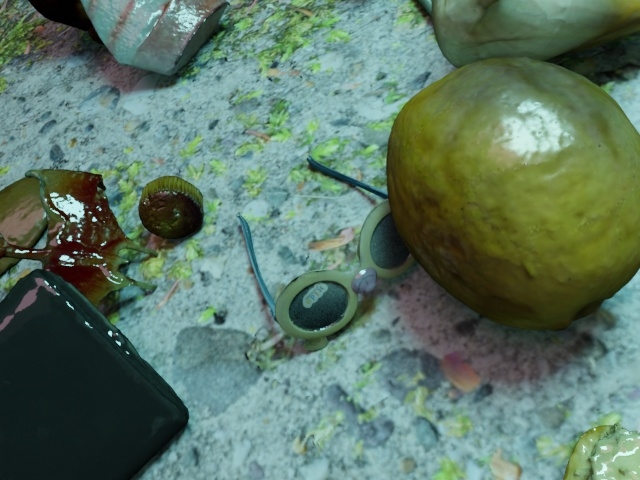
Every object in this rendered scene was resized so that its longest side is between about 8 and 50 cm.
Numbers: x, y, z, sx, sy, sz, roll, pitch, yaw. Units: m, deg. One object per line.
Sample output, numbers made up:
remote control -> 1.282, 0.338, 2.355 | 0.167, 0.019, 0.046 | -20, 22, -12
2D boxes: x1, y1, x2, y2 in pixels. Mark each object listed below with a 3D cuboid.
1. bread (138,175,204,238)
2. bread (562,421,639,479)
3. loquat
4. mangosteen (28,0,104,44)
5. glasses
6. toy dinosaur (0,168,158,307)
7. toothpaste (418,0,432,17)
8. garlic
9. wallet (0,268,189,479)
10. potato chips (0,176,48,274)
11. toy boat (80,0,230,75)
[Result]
bread -> -0.189, -0.038, 0.701 | 0.085, 0.085, 0.053 | -23, 46, 8
bread -> 0.269, 0.212, 0.331 | 0.245, 0.121, 0.174 | 6, 55, 31
loquat -> 0.160, -0.038, 0.468 | 0.193, 0.238, 0.238 | -23, 54, 3
mangosteen -> -0.412, -0.466, 0.992 | 0.228, 0.228, 0.266 | -33, 89, 1
glasses -> -0.012, -0.017, 0.609 | 0.189, 0.088, 0.220 | -41, 54, -4
toy dinosaur -> -0.310, 0.046, 0.688 | 0.206, 0.113, 0.328 | -18, 69, -34
toothpaste -> 0.167, -0.324, 0.752 | 0.062, 0.039, 0.239 | -25, 52, 9
garlic -> 0.244, -0.297, 0.550 | 0.312, 0.286, 0.250 | -7, 46, -16
wallet -> -0.354, 0.244, 0.550 | 0.406, 0.062, 0.228 | -44, 95, -6
potato chips -> -0.485, -0.031, 0.843 | 0.150, 0.049, 0.201 | 37, 73, 30
toy boat -> -0.309, -0.403, 0.880 | 0.282, 0.096, 0.206 | 38, 85, -6
